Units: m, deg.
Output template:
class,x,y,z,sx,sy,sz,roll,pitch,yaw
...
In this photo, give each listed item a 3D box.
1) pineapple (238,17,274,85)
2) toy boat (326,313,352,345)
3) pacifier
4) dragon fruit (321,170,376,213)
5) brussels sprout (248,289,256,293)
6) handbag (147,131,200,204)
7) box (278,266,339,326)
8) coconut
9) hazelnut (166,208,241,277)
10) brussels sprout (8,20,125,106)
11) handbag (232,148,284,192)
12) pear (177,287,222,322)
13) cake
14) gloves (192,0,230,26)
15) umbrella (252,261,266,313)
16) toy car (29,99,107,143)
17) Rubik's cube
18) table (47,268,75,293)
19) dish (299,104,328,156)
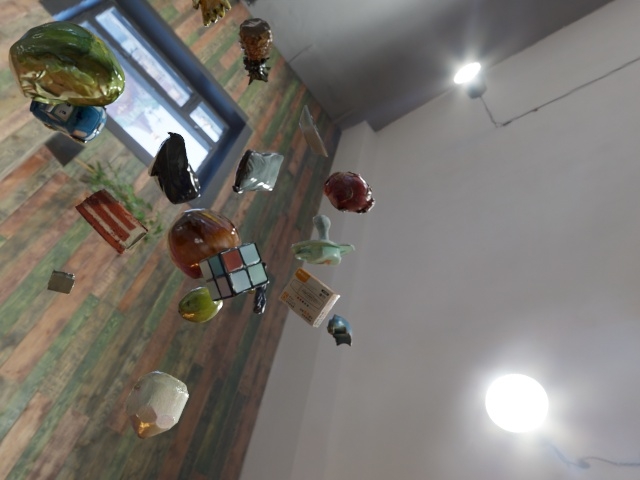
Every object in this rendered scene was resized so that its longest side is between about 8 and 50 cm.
class,x,y,z,sx,sy,sz,roll,pitch,yaw
pineapple,-0.234,-0.684,1.543,0.128,0.128,0.248,-57,172,-23
toy boat,0.064,0.325,1.473,0.075,0.185,0.077,-3,-127,17
pacifier,0.000,0.000,2.140,0.288,0.344,0.268,-22,-117,44
dragon fruit,0.162,-0.277,2.440,0.250,0.314,0.250,-35,173,-5
brussels sprout,-0.343,0.258,2.183,0.084,0.050,0.046,-15,166,-23
handbag,-0.614,-0.299,1.702,0.178,0.274,0.302,-23,-158,-16
box,-0.067,0.304,2.252,0.274,0.091,0.220,32,-90,30
coconut,-0.631,0.630,1.597,0.224,0.224,0.233,-12,-142,43
hazelnut,-0.568,0.013,2.076,0.316,0.372,0.372,-24,-146,44
brussels sprout,-0.949,-0.651,1.579,0.372,0.314,0.276,-15,163,-38
handbag,-0.267,-0.300,1.831,0.191,0.075,0.332,-67,164,17
pear,-0.721,0.387,2.508,0.269,0.212,0.213,-18,-171,-40
cake,-0.875,-0.078,1.769,0.158,0.262,0.160,-45,-167,-23
gloves,-0.467,-1.022,1.784,0.133,0.116,0.294,-30,-121,18
umbrella,-0.276,0.224,1.975,0.071,0.071,0.248,-18,-125,38
toy car,-1.058,-0.542,1.753,0.315,0.166,0.198,25,-97,14
Rubik's cube,-0.338,0.122,1.632,0.167,0.180,0.184,-19,179,45
table,-1.015,0.159,1.636,0.083,0.079,0.062,26,-88,55
dish,-0.048,-0.561,2.200,0.080,0.243,0.181,-24,-126,7
